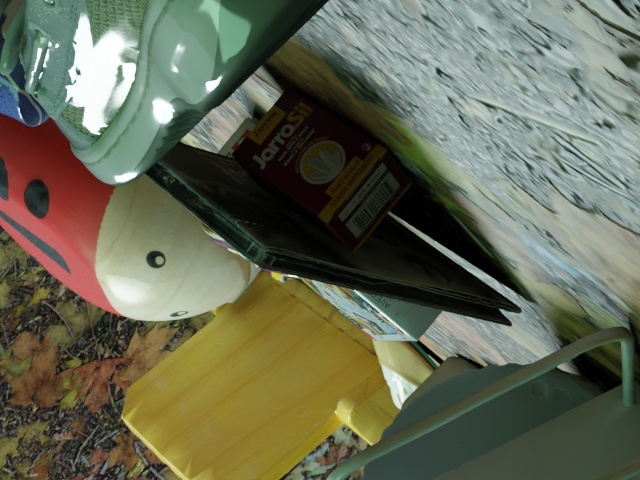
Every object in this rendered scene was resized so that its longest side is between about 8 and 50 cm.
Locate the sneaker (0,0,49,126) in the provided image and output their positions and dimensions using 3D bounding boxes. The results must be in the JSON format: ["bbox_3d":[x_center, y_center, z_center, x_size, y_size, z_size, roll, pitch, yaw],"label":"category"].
[{"bbox_3d":[-0.333,-0.143,1.136,0.315,0.182,0.127,34,165,16],"label":"sneaker"}]

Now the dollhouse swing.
[{"bbox_3d":[-0.030,0.243,2.221,0.347,0.305,0.315,33,171,46],"label":"dollhouse swing"}]

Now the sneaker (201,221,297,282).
[{"bbox_3d":[-0.054,0.001,1.601,0.084,0.069,0.185,47,173,-23],"label":"sneaker"}]

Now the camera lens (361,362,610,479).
[{"bbox_3d":[0.155,0.217,1.114,0.219,0.219,0.274,37,174,28],"label":"camera lens"}]

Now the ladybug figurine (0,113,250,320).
[{"bbox_3d":[-0.269,-0.046,1.923,0.449,0.162,0.305,31,154,40],"label":"ladybug figurine"}]

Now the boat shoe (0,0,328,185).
[{"bbox_3d":[-0.058,-0.097,0.575,0.103,0.118,0.320,46,170,-7],"label":"boat shoe"}]

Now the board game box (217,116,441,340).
[{"bbox_3d":[0.000,0.000,1.289,0.193,0.053,0.305,40,175,0],"label":"board game box"}]

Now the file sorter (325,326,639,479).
[{"bbox_3d":[0.145,0.215,0.852,0.278,0.192,0.173,63,180,22],"label":"file sorter"}]

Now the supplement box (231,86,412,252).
[{"bbox_3d":[0.001,-0.040,0.927,0.083,0.055,0.043,35,173,35],"label":"supplement box"}]

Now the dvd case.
[{"bbox_3d":[-0.001,-0.008,0.988,0.221,0.018,0.164,15,-165,-45],"label":"dvd case"}]

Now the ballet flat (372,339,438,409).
[{"bbox_3d":[0.126,0.177,1.811,0.232,0.073,0.080,41,174,-14],"label":"ballet flat"}]

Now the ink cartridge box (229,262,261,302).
[{"bbox_3d":[-0.177,-0.020,2.179,0.158,0.092,0.218,37,173,24],"label":"ink cartridge box"}]

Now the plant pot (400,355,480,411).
[{"bbox_3d":[0.138,0.174,1.587,0.109,0.109,0.096,42,-172,-22],"label":"plant pot"}]
